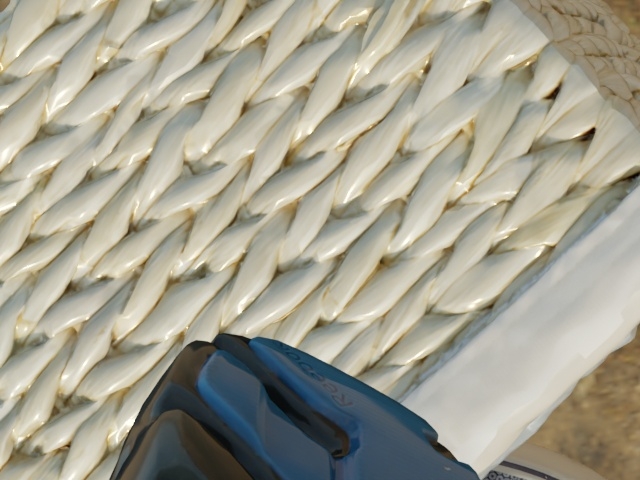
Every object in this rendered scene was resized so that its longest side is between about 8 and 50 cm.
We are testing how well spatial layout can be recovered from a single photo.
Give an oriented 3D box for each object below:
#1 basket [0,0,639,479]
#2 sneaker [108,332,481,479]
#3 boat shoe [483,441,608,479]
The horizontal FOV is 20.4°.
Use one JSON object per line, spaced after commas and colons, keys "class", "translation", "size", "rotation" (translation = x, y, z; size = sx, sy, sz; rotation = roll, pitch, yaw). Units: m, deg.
{"class": "basket", "translation": [0.000, 0.000, 0.801], "size": [0.266, 0.328, 0.331], "rotation": [47, 106, 10]}
{"class": "sneaker", "translation": [-0.024, 0.161, 0.347], "size": [0.125, 0.341, 0.139], "rotation": [28, 115, -8]}
{"class": "boat shoe", "translation": [0.170, 0.248, 1.005], "size": [0.340, 0.158, 0.127], "rotation": [33, 115, -1]}
